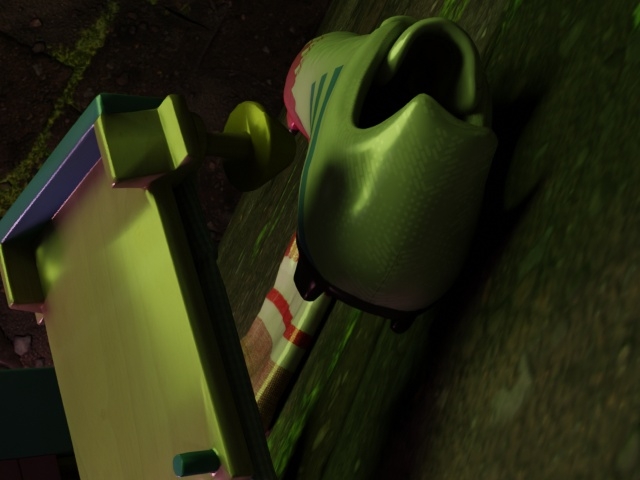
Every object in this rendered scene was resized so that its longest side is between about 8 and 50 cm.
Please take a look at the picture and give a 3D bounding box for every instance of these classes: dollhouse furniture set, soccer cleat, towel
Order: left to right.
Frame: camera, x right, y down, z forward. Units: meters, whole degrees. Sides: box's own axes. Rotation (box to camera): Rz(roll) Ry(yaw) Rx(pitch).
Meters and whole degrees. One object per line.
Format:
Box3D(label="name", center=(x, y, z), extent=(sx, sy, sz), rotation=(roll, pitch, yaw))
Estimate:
Box3D(label="dollhouse furniture set", center=(-0.052, 0.115, 0.604), extent=(0.303, 0.198, 0.286), rotation=(-43, 58, 41))
Box3D(label="towel", center=(0.000, 0.000, 1.020), extent=(0.329, 0.037, 0.237), rotation=(-64, 8, 1))
Box3D(label="soccer cleat", center=(0.049, -0.080, 0.677), extent=(0.331, 0.116, 0.143), rotation=(-94, 26, -61))
